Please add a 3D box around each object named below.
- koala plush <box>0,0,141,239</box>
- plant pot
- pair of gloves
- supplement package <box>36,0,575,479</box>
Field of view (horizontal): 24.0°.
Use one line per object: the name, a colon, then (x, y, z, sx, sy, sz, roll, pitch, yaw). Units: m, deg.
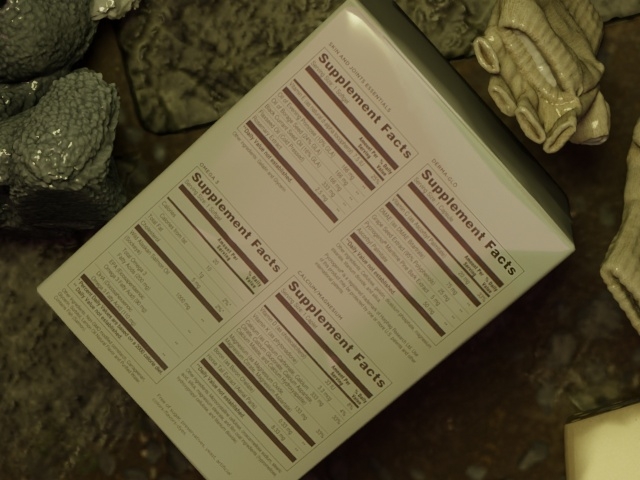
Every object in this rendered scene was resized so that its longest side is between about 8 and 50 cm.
koala plush: (-0.209, -0.123, 1.012, 0.196, 0.203, 0.221, 0, 79, 8)
plant pot: (0.216, 0.157, 1.024, 0.109, 0.109, 0.096, -18, 84, 11)
pair of gloves: (0.183, -0.068, 0.936, 0.042, 0.204, 0.240, -28, 99, 31)
supplement package: (0.000, 0.000, 0.971, 0.263, 0.199, 0.198, -41, 92, 13)
